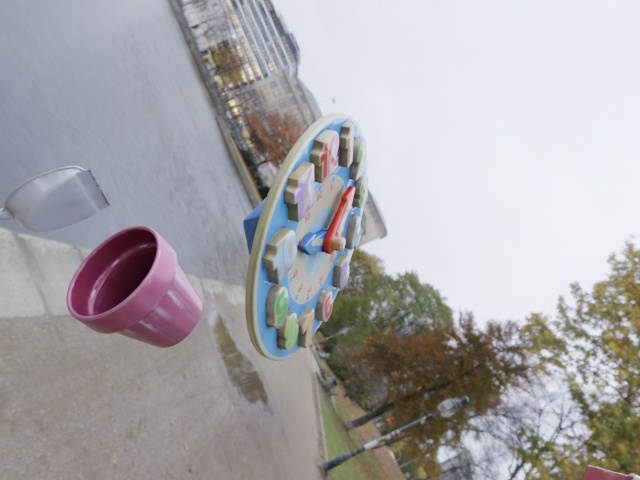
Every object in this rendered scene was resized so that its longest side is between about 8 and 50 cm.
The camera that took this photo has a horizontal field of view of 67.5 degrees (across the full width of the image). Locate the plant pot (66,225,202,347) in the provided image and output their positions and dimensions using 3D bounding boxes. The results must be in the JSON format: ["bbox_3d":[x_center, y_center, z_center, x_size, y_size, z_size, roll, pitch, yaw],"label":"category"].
[{"bbox_3d":[-0.324,0.102,0.890,0.180,0.201,0.201,55,5,-44],"label":"plant pot"}]

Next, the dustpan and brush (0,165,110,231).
[{"bbox_3d":[-0.454,-0.048,0.744,0.060,0.211,0.147,51,-20,10],"label":"dustpan and brush"}]

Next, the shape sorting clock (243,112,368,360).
[{"bbox_3d":[0.000,0.000,0.395,0.040,0.206,0.206,14,-32,23],"label":"shape sorting clock"}]

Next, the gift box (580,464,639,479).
[{"bbox_3d":[0.414,0.455,0.531,0.258,0.276,0.255,34,-12,4],"label":"gift box"}]
